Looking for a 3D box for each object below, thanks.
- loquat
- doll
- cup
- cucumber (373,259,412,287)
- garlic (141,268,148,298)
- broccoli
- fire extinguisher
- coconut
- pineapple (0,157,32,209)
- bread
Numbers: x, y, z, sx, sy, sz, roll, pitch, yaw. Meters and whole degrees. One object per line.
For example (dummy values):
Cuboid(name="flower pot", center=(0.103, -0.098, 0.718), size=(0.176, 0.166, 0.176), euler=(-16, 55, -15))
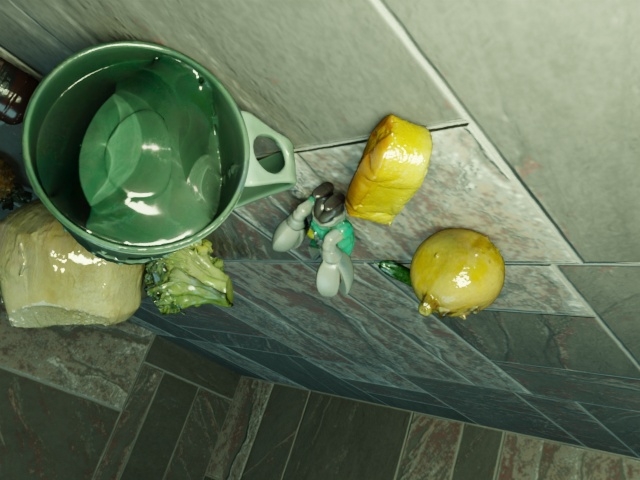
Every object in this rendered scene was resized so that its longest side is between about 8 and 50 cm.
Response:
Cuboid(name="loquat", center=(0.243, 0.066, 1.136), size=(0.172, 0.204, 0.149), euler=(19, 144, 37))
Cuboid(name="doll", center=(-0.011, -0.010, 1.257), size=(0.195, 0.153, 0.258), euler=(37, 152, 49))
Cuboid(name="cup", center=(-0.269, -0.092, 1.050), size=(0.401, 0.310, 0.392), euler=(27, 164, -13))
Cuboid(name="cucumber", center=(0.191, 0.079, 1.429), size=(0.168, 0.039, 0.039), euler=(28, 158, -27))
Cuboid(name="garlic", center=(-0.735, 0.170, 2.219), size=(0.245, 0.231, 0.340), euler=(9, 152, 19))
Cuboid(name="broccoli", center=(-0.340, 0.089, 1.678), size=(0.245, 0.248, 0.288), euler=(10, -158, 7))
Cuboid(name="fire extinguisher", center=(-0.608, -0.272, 1.118), size=(0.344, 0.138, 0.102), euler=(34, 170, -32))
Cuboid(name="coconut", center=(-0.641, 0.028, 1.621), size=(0.404, 0.405, 0.404), euler=(17, 159, 7))
Cuboid(name="pineapple", center=(-0.873, -0.149, 1.704), size=(0.128, 0.128, 0.248), euler=(19, 165, 2))
Cuboid(name="bread", center=(0.098, -0.105, 0.967), size=(0.094, 0.102, 0.245), euler=(14, 161, -4))
